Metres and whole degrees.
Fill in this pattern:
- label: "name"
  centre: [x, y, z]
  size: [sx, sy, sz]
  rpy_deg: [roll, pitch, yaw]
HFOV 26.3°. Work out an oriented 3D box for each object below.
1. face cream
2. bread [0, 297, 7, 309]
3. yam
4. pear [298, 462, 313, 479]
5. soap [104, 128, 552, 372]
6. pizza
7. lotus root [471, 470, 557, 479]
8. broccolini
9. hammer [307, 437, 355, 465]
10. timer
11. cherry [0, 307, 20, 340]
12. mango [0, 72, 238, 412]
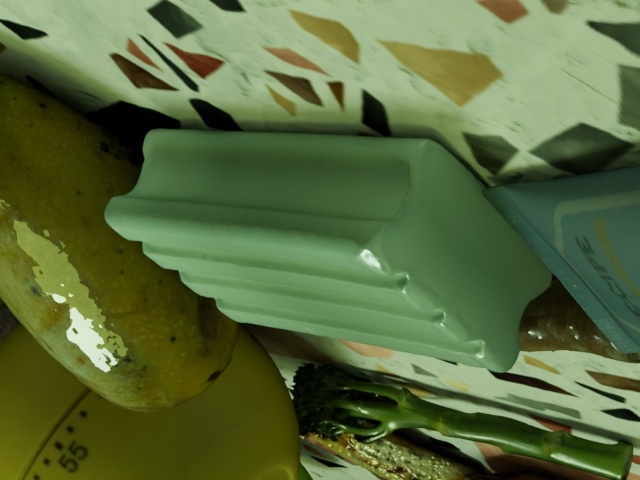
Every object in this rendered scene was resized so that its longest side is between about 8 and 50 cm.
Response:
- label: "face cream"
  centre: [0.206, 0.001, 0.649]
  size: [0.135, 0.086, 0.385]
  rpy_deg: [48, 161, -10]
- label: "bread"
  centre: [-0.376, -0.033, 1.315]
  size: [0.234, 0.110, 0.184]
  rpy_deg: [28, 159, -12]
- label: "yam"
  centre: [0.136, 0.052, 0.934]
  size: [0.057, 0.057, 0.241]
  rpy_deg: [37, 159, -33]
- label: "pear"
  centre: [-0.114, 0.305, 1.887]
  size: [0.239, 0.139, 0.288]
  rpy_deg: [8, 155, 7]
- label: "soap"
  centre: [0.000, 0.000, 0.915]
  size: [0.265, 0.087, 0.160]
  rpy_deg: [7, 155, 47]
- label: "pizza"
  centre: [0.089, 0.249, 1.556]
  size: [0.271, 0.056, 0.134]
  rpy_deg: [28, 171, -11]
- label: "lotus root"
  centre: [0.198, 0.351, 1.410]
  size: [0.192, 0.272, 0.272]
  rpy_deg: [36, 162, 1]
- label: "broccolini"
  centre: [0.128, 0.180, 1.316]
  size: [0.392, 0.074, 0.079]
  rpy_deg: [9, 115, 39]
- label: "hammer"
  centre: [0.021, 0.239, 1.647]
  size: [0.083, 0.043, 0.043]
  rpy_deg: [28, 162, -10]
- label: "timer"
  centre: [-0.220, 0.190, 1.373]
  size: [0.387, 0.376, 0.376]
  rpy_deg: [33, 166, 23]
- label: "cherry"
  centre: [-0.347, 0.106, 1.601]
  size: [0.176, 0.140, 0.176]
  rpy_deg: [7, 180, 0]
- label: "mango"
  centre: [-0.183, -0.007, 1.056]
  size: [0.176, 0.175, 0.329]
  rpy_deg: [-15, 125, 17]
